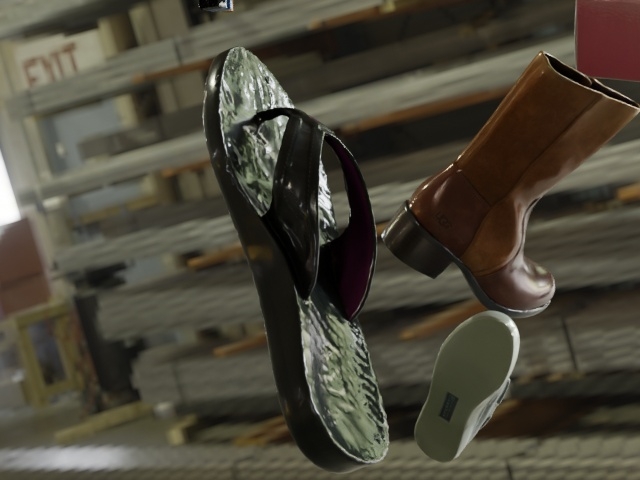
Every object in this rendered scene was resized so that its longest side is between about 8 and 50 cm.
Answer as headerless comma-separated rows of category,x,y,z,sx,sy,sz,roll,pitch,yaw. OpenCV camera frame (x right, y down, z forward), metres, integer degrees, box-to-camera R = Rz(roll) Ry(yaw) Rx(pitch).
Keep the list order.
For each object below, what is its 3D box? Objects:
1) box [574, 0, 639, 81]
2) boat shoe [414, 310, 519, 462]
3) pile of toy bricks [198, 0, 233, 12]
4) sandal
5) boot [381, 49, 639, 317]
box,0.437,-0.281,1.828,0.232,0.127,0.149,7,47,16
boat shoe,0.171,0.151,1.668,0.081,0.079,0.227,-38,-23,-46
pile of toy bricks,-0.132,-0.344,1.894,0.212,0.118,0.105,0,1,34
sandal,0.002,0.002,1.458,0.107,0.446,0.167,-27,-22,27
boot,0.241,-0.059,1.648,0.280,0.264,0.096,-49,34,20
